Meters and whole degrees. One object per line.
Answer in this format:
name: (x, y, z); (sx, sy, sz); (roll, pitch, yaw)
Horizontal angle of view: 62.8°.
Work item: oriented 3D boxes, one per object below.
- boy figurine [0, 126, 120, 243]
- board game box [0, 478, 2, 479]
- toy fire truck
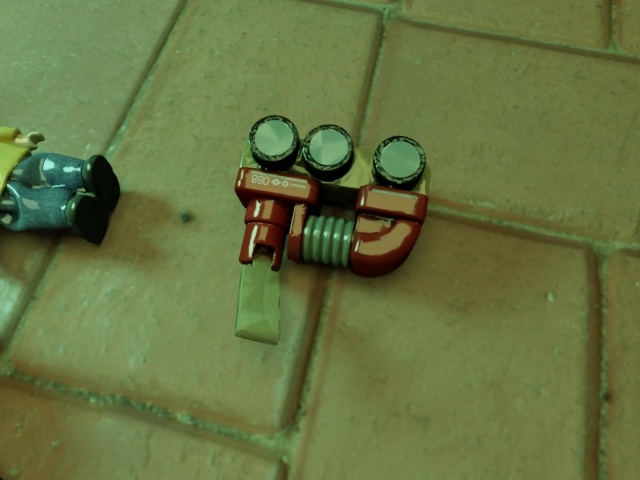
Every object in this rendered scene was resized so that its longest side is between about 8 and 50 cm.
boy figurine: (-0.403, -0.058, 0.628); (0.284, 0.092, 0.177); (5, 64, 3)
board game box: (-0.331, 0.318, 0.469); (0.243, 0.042, 0.165); (35, 69, 16)
toy fire truck: (0.000, 0.000, 0.579); (0.216, 0.158, 0.247); (11, 76, 5)
